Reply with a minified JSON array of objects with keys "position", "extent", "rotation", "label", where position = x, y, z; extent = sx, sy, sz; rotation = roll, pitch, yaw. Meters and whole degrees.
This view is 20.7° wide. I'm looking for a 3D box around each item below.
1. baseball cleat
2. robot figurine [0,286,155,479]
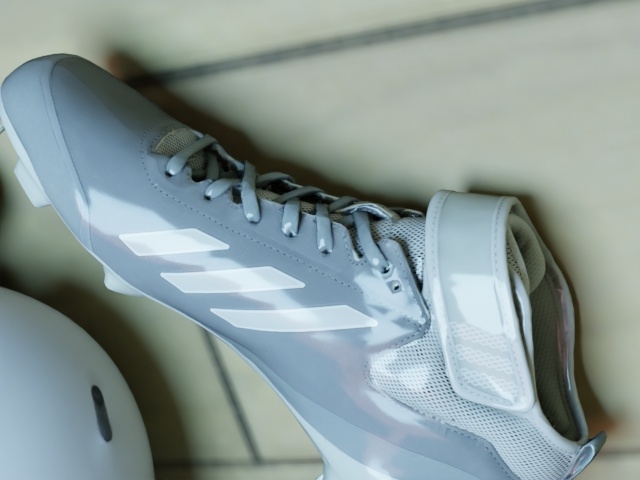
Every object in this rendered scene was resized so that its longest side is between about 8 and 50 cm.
[{"position":[0.000,0.000,0.526],"extent":[0.206,0.072,0.109],"rotation":[44,118,-3],"label":"baseball cleat"},{"position":[-0.193,0.085,0.622],"extent":[0.278,0.173,0.209],"rotation":[8,124,30],"label":"robot figurine"}]
